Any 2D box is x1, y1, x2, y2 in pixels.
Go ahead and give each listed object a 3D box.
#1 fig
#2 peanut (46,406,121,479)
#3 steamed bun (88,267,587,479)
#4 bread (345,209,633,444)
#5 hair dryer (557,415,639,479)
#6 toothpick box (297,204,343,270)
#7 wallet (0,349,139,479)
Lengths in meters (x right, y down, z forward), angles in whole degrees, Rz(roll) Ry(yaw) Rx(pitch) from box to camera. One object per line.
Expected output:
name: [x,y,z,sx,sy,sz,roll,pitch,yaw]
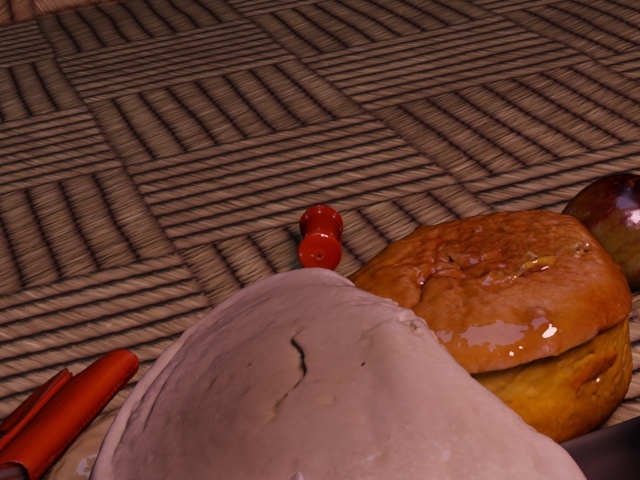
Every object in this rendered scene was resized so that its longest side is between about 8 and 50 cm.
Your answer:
fig: [0.256,0.004,1.368,0.155,0.103,0.109,-32,7,22]
peanut: [-0.094,0.156,1.099,0.263,0.101,0.117,-17,10,-28]
steamed bun: [0.010,0.187,0.821,0.236,0.247,0.383,-36,29,-12]
bread: [0.122,0.075,1.176,0.268,0.145,0.268,-11,20,4]
hair dryer: [0.266,0.192,0.950,0.196,0.078,0.248,-16,33,-19]
toothpick box: [0.000,0.000,1.529,0.047,0.047,0.083,-7,23,4]
wallet: [-0.229,0.160,1.142,0.142,0.045,0.204,-35,7,24]
